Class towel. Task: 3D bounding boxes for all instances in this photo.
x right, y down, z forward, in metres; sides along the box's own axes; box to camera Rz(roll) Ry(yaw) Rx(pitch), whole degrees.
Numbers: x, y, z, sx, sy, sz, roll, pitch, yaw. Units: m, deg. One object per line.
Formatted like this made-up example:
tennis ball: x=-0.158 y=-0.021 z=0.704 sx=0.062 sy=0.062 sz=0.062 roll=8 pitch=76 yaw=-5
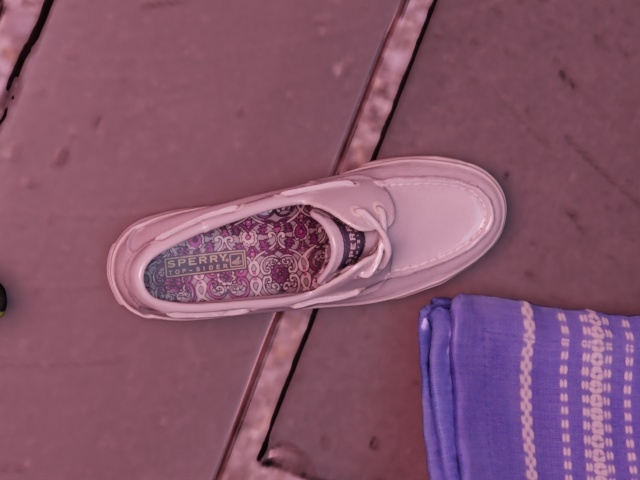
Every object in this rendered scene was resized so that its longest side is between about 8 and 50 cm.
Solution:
towel: x=0.207 y=0.143 z=0.885 sx=0.336 sy=0.040 sz=0.243 roll=5 pitch=61 yaw=-16

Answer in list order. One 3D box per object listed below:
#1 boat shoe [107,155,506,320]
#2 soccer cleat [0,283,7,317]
boat shoe: x=0.000 y=0.000 z=0.861 sx=0.184 sy=0.063 sz=0.066 roll=-4 pitch=97 yaw=-15
soccer cleat: x=-0.212 y=-0.008 z=0.805 sx=0.179 sy=0.060 sz=0.072 roll=15 pitch=90 yaw=-14
